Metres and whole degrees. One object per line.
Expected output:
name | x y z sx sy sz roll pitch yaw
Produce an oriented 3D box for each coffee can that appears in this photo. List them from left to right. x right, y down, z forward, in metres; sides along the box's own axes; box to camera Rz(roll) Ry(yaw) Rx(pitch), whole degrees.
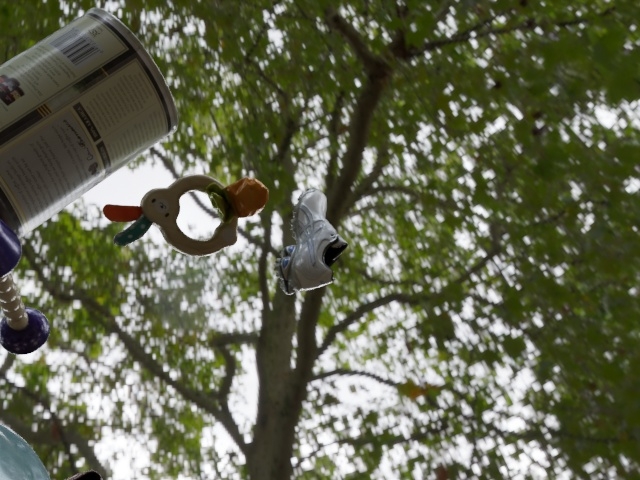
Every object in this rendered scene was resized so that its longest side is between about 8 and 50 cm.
coffee can | -0.355 -0.150 1.374 0.275 0.201 0.201 -38 -56 -21

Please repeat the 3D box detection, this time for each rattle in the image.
rattle | -0.196 -0.040 1.505 0.199 0.143 0.130 6 -85 -28

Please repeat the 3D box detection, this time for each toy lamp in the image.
toy lamp | -0.397 0.055 1.308 0.080 0.080 0.275 -9 -32 -6

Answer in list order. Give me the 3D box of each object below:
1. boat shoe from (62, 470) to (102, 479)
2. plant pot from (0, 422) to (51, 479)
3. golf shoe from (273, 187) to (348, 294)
boat shoe | -0.375 0.387 1.512 0.073 0.207 0.073 -41 -86 10
plant pot | -0.413 0.272 0.948 0.293 0.293 0.196 -22 -27 2
golf shoe | 0.000 0.000 1.387 0.086 0.176 0.069 -3 -43 18
